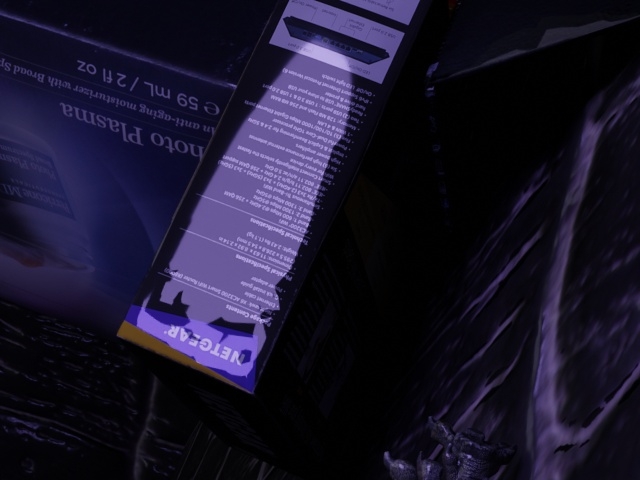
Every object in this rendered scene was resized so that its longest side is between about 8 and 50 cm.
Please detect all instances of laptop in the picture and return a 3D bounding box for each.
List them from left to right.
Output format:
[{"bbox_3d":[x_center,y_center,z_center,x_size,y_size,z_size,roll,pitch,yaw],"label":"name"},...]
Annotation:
[{"bbox_3d":[0.155,-0.138,0.835,0.264,0.136,0.234,75,-146,-56],"label":"laptop"}]

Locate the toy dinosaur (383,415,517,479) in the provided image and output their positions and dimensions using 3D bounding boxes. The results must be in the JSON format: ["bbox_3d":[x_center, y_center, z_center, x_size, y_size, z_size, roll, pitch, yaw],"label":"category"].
[{"bbox_3d":[0.030,0.129,0.539,0.268,0.064,0.118,-119,48,-82],"label":"toy dinosaur"}]

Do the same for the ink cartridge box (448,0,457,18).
[{"bbox_3d":[-0.023,-0.216,1.454,0.091,0.308,0.385,-65,6,-3],"label":"ink cartridge box"}]

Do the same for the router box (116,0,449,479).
[{"bbox_3d":[0.000,0.000,0.893,0.309,0.081,0.243,70,-137,-71],"label":"router box"}]

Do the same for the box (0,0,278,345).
[{"bbox_3d":[-0.136,-0.084,1.050,0.183,0.296,0.294,-56,-23,-38],"label":"box"}]
